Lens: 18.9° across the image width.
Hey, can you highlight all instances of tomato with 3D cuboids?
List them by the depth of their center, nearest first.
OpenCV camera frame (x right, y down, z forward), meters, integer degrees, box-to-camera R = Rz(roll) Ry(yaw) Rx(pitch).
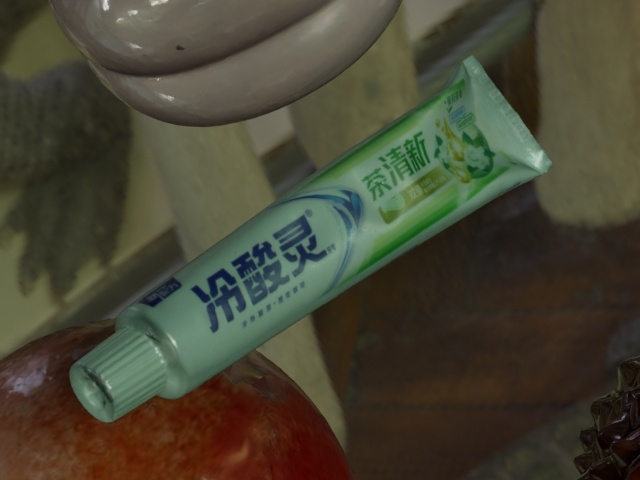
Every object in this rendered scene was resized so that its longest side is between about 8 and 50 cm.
[{"bbox_3d":[-0.097,0.166,1.093,0.265,0.265,0.264,-12,52,15],"label":"tomato"}]

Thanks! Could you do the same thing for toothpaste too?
[{"bbox_3d":[0.000,0.000,0.943,0.297,0.048,0.074,-34,89,-34],"label":"toothpaste"}]

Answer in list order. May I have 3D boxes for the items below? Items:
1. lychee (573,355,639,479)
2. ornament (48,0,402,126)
[{"bbox_3d":[0.381,0.181,1.166,0.500,0.425,0.424,-22,46,36],"label":"lychee"},{"bbox_3d":[-0.039,-0.140,0.815,0.178,0.177,0.177,-12,52,15],"label":"ornament"}]
